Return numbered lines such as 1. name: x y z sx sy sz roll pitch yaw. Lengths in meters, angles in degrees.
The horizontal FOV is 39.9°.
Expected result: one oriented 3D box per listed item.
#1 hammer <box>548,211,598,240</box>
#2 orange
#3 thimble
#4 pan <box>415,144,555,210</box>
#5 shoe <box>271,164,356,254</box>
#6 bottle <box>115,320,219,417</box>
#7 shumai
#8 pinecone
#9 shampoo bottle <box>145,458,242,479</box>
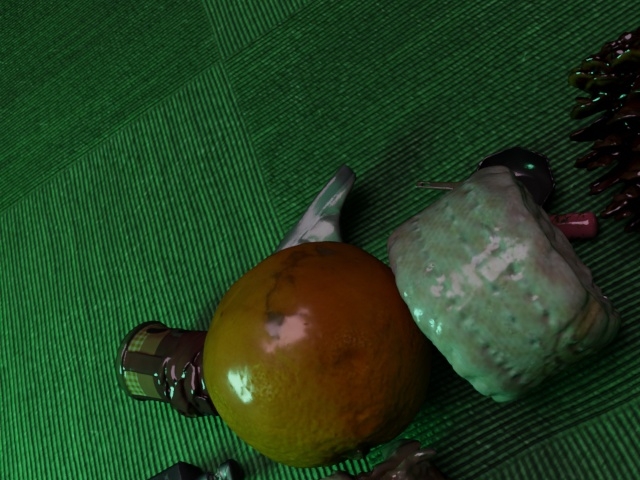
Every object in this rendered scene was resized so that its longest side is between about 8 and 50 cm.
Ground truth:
1. hammer: 0.351 -0.019 1.246 0.083 0.043 0.043 -7 62 31
2. orange: -0.002 0.151 1.173 0.312 0.312 0.312 -14 59 25
3. thimble: 0.236 0.061 1.128 0.195 0.291 0.291 -35 52 16
4. pan: 0.260 -0.087 1.330 0.202 0.048 0.128 30 82 37
5. shoe: 0.000 0.000 1.423 0.100 0.103 0.251 32 95 8
6. bottle: -0.189 0.209 1.400 0.271 0.143 0.156 4 29 36
7. shumai: 0.101 0.349 1.109 0.185 0.184 0.218 -52 34 1
8. pinecone: 0.443 -0.135 1.138 0.246 0.246 0.292 -7 79 29
9. shampoo bottle: -0.255 0.423 1.368 0.309 0.071 0.098 -30 50 12
